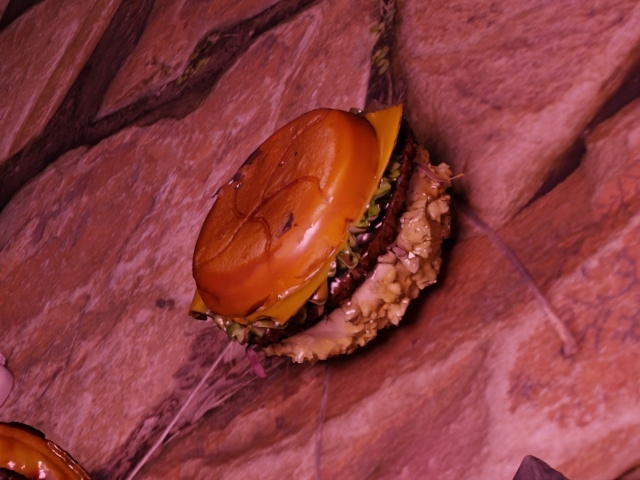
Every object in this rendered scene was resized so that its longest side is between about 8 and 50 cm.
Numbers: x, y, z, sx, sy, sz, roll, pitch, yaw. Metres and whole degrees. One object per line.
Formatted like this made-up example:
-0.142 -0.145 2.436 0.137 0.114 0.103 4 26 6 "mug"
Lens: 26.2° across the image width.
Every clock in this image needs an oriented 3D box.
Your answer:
-0.428 0.191 1.681 0.129 0.041 0.087 -38 35 17 "clock"

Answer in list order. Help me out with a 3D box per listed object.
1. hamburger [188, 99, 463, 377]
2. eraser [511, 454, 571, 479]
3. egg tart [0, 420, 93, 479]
0.000 0.000 1.137 0.243 0.138 0.261 -58 28 -12 "hamburger"
0.009 0.278 0.848 0.404 0.098 0.096 -38 32 28 "eraser"
-0.308 0.274 1.228 0.171 0.215 0.215 -58 21 34 "egg tart"
